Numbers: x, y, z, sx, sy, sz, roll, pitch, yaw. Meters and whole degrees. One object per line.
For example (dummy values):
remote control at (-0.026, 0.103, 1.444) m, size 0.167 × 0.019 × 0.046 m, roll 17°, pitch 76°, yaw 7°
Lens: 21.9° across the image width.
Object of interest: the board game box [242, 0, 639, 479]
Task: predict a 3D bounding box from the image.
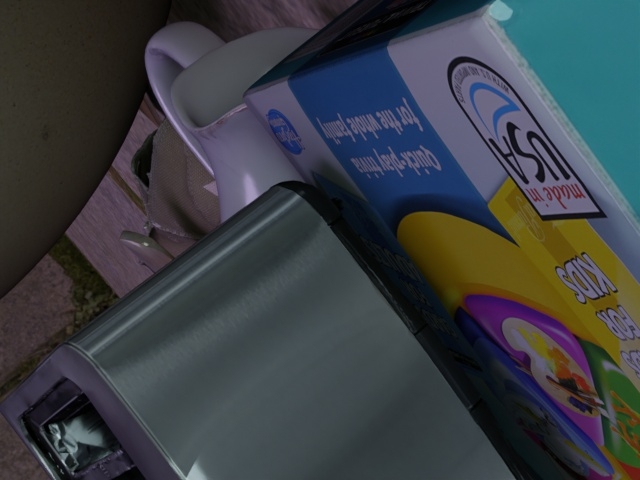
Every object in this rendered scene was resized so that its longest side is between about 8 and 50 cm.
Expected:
board game box at (0.129, 0.058, 0.507) m, size 0.336 × 0.079 × 0.254 m, roll 53°, pitch 169°, yaw -9°

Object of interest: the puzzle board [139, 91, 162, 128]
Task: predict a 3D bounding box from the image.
puzzle board at (-0.163, -0.145, 1.208) m, size 0.128 × 0.011 × 0.096 m, roll 44°, pitch 168°, yaw 36°

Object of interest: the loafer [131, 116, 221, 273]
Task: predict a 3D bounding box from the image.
loafer at (-0.057, -0.032, 0.939) m, size 0.092 × 0.102 × 0.268 m, roll 52°, pitch 160°, yaw 1°

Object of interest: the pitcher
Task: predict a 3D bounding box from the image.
pitcher at (0.000, 0.000, 0.728) m, size 0.178 × 0.125 × 0.207 m, roll 27°, pitch 145°, yaw 58°

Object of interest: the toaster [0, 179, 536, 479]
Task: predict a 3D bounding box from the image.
toaster at (-0.013, 0.083, 0.580) m, size 0.168 × 0.110 × 0.186 m, roll 54°, pitch 154°, yaw 0°

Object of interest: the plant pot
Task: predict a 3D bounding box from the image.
plant pot at (-0.192, -0.133, 0.885) m, size 0.284 × 0.191 × 0.284 m, roll 48°, pitch 169°, yaw 12°

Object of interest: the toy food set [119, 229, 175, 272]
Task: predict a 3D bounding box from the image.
toy food set at (-0.002, 0.071, 0.861) m, size 0.218 × 0.071 × 0.128 m, roll 12°, pitch 159°, yaw 25°
